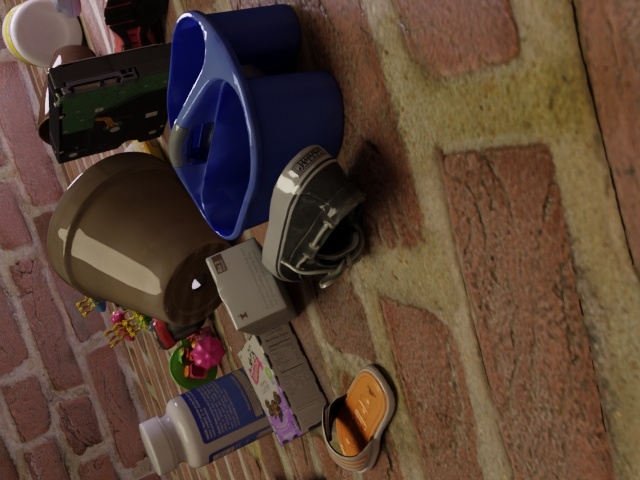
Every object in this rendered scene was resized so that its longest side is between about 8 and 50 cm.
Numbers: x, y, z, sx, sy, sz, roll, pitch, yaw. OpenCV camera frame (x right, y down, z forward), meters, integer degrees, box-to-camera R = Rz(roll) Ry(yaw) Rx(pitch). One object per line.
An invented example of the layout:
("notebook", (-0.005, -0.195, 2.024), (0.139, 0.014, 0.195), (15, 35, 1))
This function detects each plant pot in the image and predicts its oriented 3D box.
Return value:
("plant pot", (-0.326, 0.020, 1.397), (0.280, 0.323, 0.323), (30, 137, 30))
("plant pot", (-0.634, -0.387, 1.829), (0.215, 0.216, 0.230), (130, 133, -63))

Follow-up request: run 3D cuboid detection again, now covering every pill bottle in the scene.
("pill bottle", (-0.225, 0.371, 1.434), (0.152, 0.272, 0.152), (45, 146, 43))
("pill bottle", (-0.819, -0.602, 2.031), (0.334, 0.188, 0.187), (27, 132, 57))

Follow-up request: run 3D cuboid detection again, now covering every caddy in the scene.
("caddy", (-0.115, -0.149, 0.918), (0.241, 0.179, 0.341), (61, 154, 18))

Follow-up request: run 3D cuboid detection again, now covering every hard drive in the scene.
("hard drive", (-0.416, -0.267, 1.385), (0.064, 0.237, 0.339), (67, 157, 6))

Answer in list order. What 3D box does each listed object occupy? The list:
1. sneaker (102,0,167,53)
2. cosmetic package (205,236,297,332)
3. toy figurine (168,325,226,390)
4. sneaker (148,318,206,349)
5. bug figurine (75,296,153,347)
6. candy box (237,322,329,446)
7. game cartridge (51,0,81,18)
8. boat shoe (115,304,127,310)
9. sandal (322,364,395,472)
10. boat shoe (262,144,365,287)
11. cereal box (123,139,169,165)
("sneaker", (-0.367, -0.436, 1.300), (0.136, 0.116, 0.314), (63, 155, 18))
("cosmetic package", (-0.100, 0.078, 1.082), (0.231, 0.086, 0.117), (89, 156, -81))
("toy figurine", (-0.292, 0.270, 1.740), (0.159, 0.130, 0.173), (-44, 43, 50))
("sneaker", (-0.347, 0.172, 1.758), (0.276, 0.135, 0.097), (-109, -5, -69))
("bug figurine", (-0.512, 0.155, 1.768), (0.279, 0.072, 0.216), (-30, 91, 44))
("candy box", (-0.068, 0.260, 1.266), (0.196, 0.070, 0.165), (63, 155, 14))
("game cartridge", (-0.520, -0.584, 1.293), (0.294, 0.060, 0.196), (58, 158, 22))
("boat shoe", (-0.448, 0.026, 1.811), (0.127, 0.158, 0.340), (40, 128, 6))
("sandal", (0.040, 0.274, 1.043), (0.102, 0.076, 0.265), (54, 152, 32))
("boat shoe", (0.003, -0.003, 0.872), (0.105, 0.113, 0.306), (42, 155, 13))
("cereal box", (-0.445, -0.112, 1.643), (0.240, 0.047, 0.173), (-42, 66, 25))
